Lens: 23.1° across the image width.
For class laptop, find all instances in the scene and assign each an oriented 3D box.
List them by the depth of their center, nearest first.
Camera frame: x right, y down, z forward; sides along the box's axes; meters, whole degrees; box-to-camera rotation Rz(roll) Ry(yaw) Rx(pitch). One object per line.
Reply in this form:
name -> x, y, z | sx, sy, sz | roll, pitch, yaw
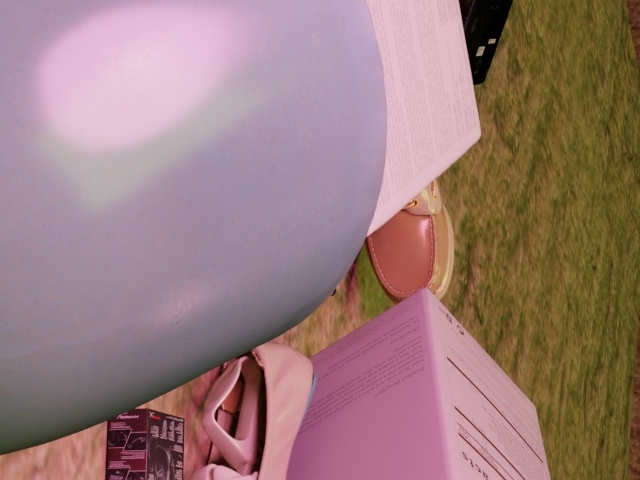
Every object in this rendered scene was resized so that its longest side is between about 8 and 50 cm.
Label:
laptop -> 0.174, -0.345, 2.067 | 0.234, 0.136, 0.264 | -25, 135, -69

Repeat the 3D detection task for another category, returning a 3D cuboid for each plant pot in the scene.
plant pot -> -0.154, -0.038, 0.674 | 0.235, 0.293, 0.293 | -34, 119, -51

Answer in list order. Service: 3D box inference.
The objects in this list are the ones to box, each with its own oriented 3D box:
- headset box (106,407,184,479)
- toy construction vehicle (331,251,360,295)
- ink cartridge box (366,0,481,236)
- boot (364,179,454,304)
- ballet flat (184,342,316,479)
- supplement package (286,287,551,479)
headset box -> -0.120, 0.161, 1.083 | 0.062, 0.032, 0.083 | 31, 58, -66
toy construction vehicle -> 0.000, 0.000, 1.472 | 0.086, 0.035, 0.098 | -31, 113, -57
ink cartridge box -> -0.007, -0.162, 1.108 | 0.385, 0.091, 0.308 | -38, 122, -57
boot -> 0.057, -0.075, 1.535 | 0.203, 0.095, 0.262 | 41, 41, -65
ballet flat -> -0.066, 0.174, 1.192 | 0.086, 0.086, 0.248 | 67, 25, -43
supplement package -> 0.074, 0.217, 1.241 | 0.175, 0.177, 0.293 | 47, 21, -27
